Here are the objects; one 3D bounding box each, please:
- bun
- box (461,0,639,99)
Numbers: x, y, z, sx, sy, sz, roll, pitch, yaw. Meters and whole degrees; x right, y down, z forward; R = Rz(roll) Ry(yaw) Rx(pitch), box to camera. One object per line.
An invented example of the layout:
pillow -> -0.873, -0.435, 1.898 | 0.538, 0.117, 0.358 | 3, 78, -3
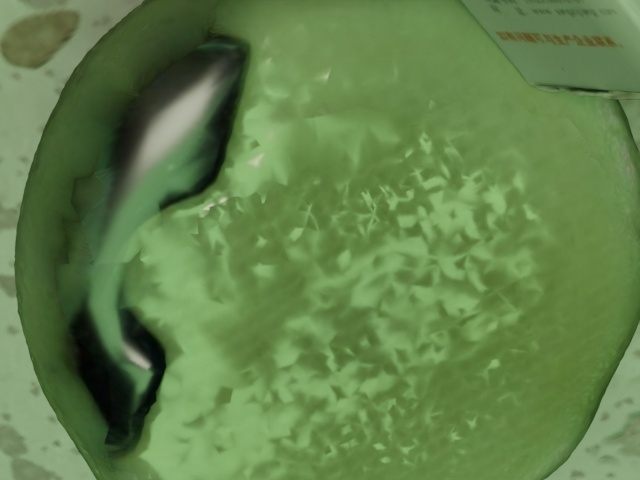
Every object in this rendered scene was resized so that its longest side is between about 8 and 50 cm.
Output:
bun -> 0.000, 0.000, 0.679 | 0.283, 0.179, 0.283 | -3, 105, -12
box -> 0.076, -0.218, 0.505 | 0.299, 0.106, 0.200 | 45, 78, -25
